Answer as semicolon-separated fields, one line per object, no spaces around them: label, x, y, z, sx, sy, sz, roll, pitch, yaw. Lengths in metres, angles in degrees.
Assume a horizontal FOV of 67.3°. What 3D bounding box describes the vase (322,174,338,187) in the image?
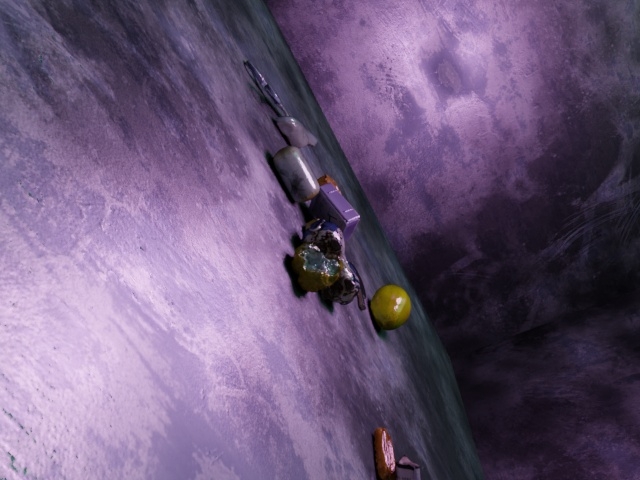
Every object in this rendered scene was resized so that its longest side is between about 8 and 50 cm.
vase;0.045;-0.284;2.366;0.100;0.053;0.053;35;32;-55

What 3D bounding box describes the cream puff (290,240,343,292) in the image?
cream puff;-0.020;0.084;1.383;0.121;0.156;0.156;121;-42;-53

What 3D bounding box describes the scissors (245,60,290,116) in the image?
scissors;-0.174;-0.573;2.012;0.256;0.029;0.383;54;6;29

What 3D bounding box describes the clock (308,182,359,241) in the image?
clock;0.047;-0.097;1.766;0.193;0.073;0.145;52;-34;22

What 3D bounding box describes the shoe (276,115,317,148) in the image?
shoe;-0.103;-0.436;2.019;0.251;0.103;0.100;23;79;-54

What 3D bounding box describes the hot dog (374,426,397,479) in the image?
hot dog;0.180;0.600;1.348;0.071;0.045;0.165;56;16;-25

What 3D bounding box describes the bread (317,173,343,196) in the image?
bread;0.031;-0.176;2.026;0.199;0.104;0.199;55;14;-21

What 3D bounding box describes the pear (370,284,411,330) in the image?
pear;0.302;0.297;2.076;0.187;0.187;0.220;57;29;-29

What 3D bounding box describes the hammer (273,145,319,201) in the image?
hammer;-0.084;-0.263;1.764;0.305;0.113;0.202;-90;155;-71

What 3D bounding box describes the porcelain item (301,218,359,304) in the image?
porcelain item;0.045;0.064;1.563;0.288;0.138;0.186;65;20;-11

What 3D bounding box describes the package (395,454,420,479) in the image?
package;0.235;0.694;1.284;0.251;0.062;0.204;74;13;-72

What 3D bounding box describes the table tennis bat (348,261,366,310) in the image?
table tennis bat;0.160;0.195;2.032;0.154;0.021;0.274;56;14;-30

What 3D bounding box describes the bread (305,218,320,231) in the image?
bread;0.000;0.000;1.684;0.156;0.064;0.118;57;20;-35
